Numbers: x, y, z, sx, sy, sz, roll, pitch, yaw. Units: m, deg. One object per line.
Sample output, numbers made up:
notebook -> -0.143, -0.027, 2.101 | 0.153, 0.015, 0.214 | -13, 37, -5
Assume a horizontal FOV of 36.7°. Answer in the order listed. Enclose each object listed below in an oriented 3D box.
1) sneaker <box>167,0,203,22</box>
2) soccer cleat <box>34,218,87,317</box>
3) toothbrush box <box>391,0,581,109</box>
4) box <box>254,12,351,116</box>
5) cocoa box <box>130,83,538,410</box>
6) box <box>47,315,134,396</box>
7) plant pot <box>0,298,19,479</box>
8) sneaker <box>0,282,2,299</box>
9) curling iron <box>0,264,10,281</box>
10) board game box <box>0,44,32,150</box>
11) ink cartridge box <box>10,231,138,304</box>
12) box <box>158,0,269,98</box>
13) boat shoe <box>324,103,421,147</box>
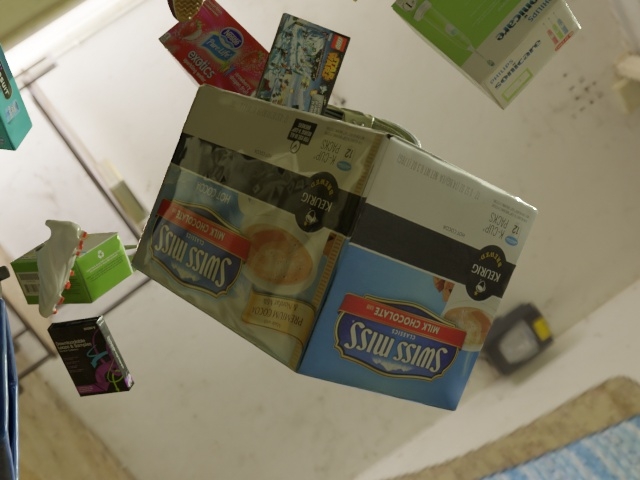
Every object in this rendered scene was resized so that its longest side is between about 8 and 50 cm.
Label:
sneaker -> -0.244, -0.461, 1.622 | 0.083, 0.069, 0.186 | 11, -75, 45
soccer cleat -> -0.474, 0.047, 1.710 | 0.076, 0.196, 0.068 | 20, 24, -10
toothbrush box -> 0.303, -0.416, 1.800 | 0.283, 0.206, 0.122 | 49, 11, 36
box -> -0.027, -0.218, 1.269 | 0.093, 0.137, 0.027 | 18, 7, -14
cocoa box -> 0.000, 0.000, 1.022 | 0.231, 0.228, 0.347 | 21, 2, -39
box -> -0.439, 0.223, 1.846 | 0.029, 0.116, 0.162 | -62, 137, -58
plant pot -> -0.546, 0.244, 1.375 | 0.236, 0.212, 0.236 | 106, -24, -49
sneaker -> -0.661, 0.012, 1.699 | 0.323, 0.130, 0.236 | 66, -13, 2
curling iron -> -0.530, 0.099, 1.246 | 0.035, 0.274, 0.068 | 53, -12, 32
board game box -> -0.673, -0.316, 1.666 | 0.336, 0.253, 0.079 | 83, 19, -45
ink cartridge box -> -0.452, 0.027, 1.923 | 0.188, 0.255, 0.097 | -3, -65, 34
box -> -0.154, -0.296, 1.689 | 0.257, 0.128, 0.123 | 49, -1, 35
boat shoe -> 0.052, -0.211, 1.925 | 0.302, 0.109, 0.094 | 18, 0, 11
